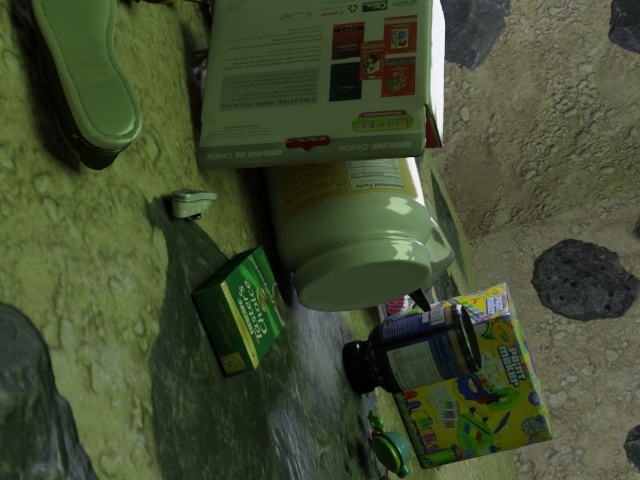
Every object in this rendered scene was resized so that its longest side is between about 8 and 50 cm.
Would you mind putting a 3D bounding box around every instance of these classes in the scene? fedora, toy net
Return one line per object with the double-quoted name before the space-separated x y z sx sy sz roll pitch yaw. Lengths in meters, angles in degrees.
"fedora" 0.184 0.009 1.720 0.275 0.124 0.243 47 -7 27
"toy net" 0.125 0.403 1.399 0.122 0.045 0.232 23 -45 52

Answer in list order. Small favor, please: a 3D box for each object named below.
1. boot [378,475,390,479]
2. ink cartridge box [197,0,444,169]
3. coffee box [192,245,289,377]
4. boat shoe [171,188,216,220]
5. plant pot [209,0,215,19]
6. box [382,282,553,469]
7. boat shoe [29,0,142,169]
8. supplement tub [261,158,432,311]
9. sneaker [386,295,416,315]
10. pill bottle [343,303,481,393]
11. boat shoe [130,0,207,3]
"boot" 0.107 0.442 1.324 0.118 0.042 0.087 67 22 -14
"ink cartridge box" 0.005 -0.202 1.120 0.130 0.310 0.271 51 40 -64
"coffee box" -0.092 0.083 1.018 0.184 0.040 0.113 -48 119 -73
"boat shoe" -0.151 -0.042 0.980 0.100 0.035 0.035 -31 130 -78
"plant pot" -0.072 -0.381 1.306 0.201 0.180 0.201 -6 90 -79
"box" 0.303 0.284 1.723 0.177 0.279 0.289 -61 132 -69
"boat shoe" -0.232 -0.177 0.782 0.081 0.069 0.227 -6 70 -34
"supplement tub" 0.035 -0.080 1.273 0.241 0.241 0.331 41 35 -63
"sneaker" 0.188 0.126 1.918 0.170 0.063 0.074 -84 152 -46
"pill bottle" 0.157 0.194 1.425 0.123 0.219 0.122 -18 90 -74
"boat shoe" -0.199 -0.350 0.999 0.342 0.123 0.123 -48 118 -80
